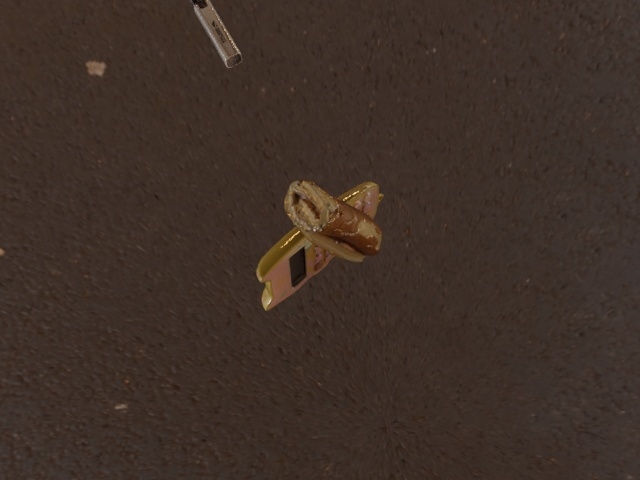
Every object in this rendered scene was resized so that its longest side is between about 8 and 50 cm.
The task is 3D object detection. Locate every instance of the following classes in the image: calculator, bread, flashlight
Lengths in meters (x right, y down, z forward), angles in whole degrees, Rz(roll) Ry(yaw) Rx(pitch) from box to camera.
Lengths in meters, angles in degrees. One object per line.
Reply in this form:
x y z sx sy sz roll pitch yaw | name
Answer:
0.000 0.000 1.233 0.236 0.157 0.033 -37 68 -17 | calculator
0.009 -0.012 0.589 0.047 0.083 0.036 41 96 32 | bread
-0.101 -0.204 0.822 0.018 0.018 0.083 -27 72 -8 | flashlight
